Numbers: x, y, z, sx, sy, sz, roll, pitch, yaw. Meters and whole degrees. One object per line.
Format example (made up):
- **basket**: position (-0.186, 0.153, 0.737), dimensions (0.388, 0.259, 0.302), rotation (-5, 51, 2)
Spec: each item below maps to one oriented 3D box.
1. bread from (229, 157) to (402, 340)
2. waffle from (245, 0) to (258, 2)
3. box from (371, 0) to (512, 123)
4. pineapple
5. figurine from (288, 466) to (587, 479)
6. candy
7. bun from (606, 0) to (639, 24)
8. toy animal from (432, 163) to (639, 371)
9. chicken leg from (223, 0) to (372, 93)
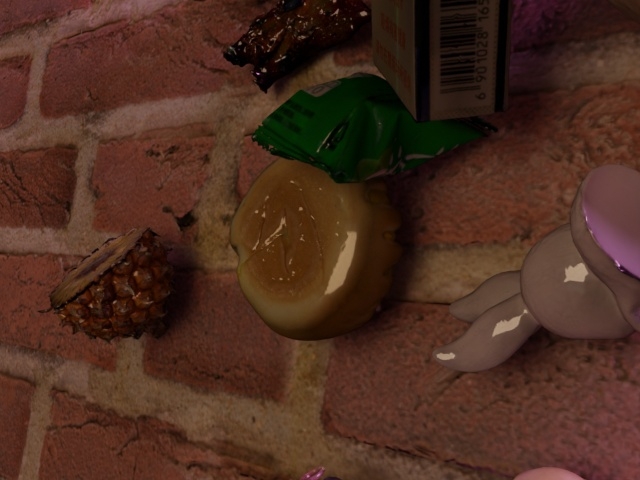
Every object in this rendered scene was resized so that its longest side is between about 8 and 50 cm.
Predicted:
- **bread**: position (0.000, 0.000, 0.809), dimensions (0.213, 0.105, 0.213), rotation (-16, 65, 38)
- **waffle**: position (-0.130, -0.424, 0.854), dimensions (0.261, 0.376, 0.114), rotation (-18, 68, 39)
- **box**: position (0.096, -0.276, 0.648), dimensions (0.198, 0.084, 0.310), rotation (-105, 9, -61)
- **pineapple**: position (-0.250, 0.079, 1.004), dimensions (0.176, 0.137, 0.161), rotation (-30, 20, 19)
- **figurine**: position (0.087, 0.300, 0.635), dimensions (0.394, 0.226, 0.274), rotation (-28, 92, 22)
- **candy**: position (0.052, -0.115, 0.748), dimensions (0.141, 0.203, 0.078), rotation (50, 146, 33)
- **bun**: position (0.327, -0.276, 0.511), dimensions (0.362, 0.234, 0.326), rotation (-3, 84, 25)
- **toy animal**: position (0.199, 0.049, 0.634), dimensions (0.221, 0.131, 0.103), rotation (-53, 17, 50)
- **chicken leg**: position (-0.027, -0.251, 0.928), dimensions (0.234, 0.063, 0.105), rotation (-22, 70, 35)
